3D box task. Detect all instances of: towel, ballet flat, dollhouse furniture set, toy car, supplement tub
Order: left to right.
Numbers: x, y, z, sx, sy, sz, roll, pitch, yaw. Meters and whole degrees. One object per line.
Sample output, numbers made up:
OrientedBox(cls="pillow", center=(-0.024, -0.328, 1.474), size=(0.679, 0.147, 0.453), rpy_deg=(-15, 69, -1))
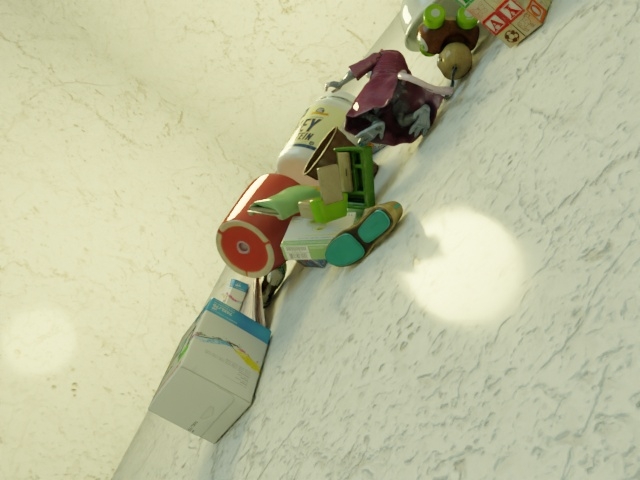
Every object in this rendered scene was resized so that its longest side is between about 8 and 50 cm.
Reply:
OrientedBox(cls="towel", center=(-0.269, 0.276, 1.751), size=(0.332, 0.053, 0.317), rpy_deg=(-53, 24, 29))
OrientedBox(cls="ballet flat", center=(-0.161, 0.146, 1.781), size=(0.188, 0.070, 0.070), rpy_deg=(-63, 10, 15))
OrientedBox(cls="dollhouse furniture set", center=(-0.037, -0.148, 1.402), size=(0.197, 0.151, 0.301), rpy_deg=(-20, 19, -39))
OrientedBox(cls="supplement tub", center=(0.018, -0.322, 1.862), size=(0.235, 0.235, 0.325), rpy_deg=(-35, 25, 59))
OrientedBox(cls="ballet flat", center=(0.098, -0.011, 1.202), size=(0.073, 0.080, 0.232), rpy_deg=(-36, 0, -44))
OrientedBox(cls="toy car", center=(0.305, -0.440, 1.332), size=(0.155, 0.149, 0.188), rpy_deg=(62, -148, -77))

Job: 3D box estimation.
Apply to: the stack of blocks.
OrientedBox(cls="stack of blocks", center=(0.407, -0.569, 1.154), size=(0.297, 0.171, 0.087), rpy_deg=(-62, 13, -26))

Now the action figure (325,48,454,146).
OrientedBox(cls="action figure", center=(0.165, -0.409, 1.421), size=(0.276, 0.248, 0.370), rpy_deg=(120, 161, -46))

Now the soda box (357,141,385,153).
OrientedBox(cls="soda box", center=(0.180, -0.317, 1.645), size=(0.063, 0.058, 0.183), rpy_deg=(-60, 12, -16))

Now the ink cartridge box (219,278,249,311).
OrientedBox(cls="ink cartridge box", center=(-0.278, 0.185, 1.729), size=(0.088, 0.052, 0.122), rpy_deg=(-8, 61, 64))

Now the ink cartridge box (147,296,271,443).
OrientedBox(cls="ink cartridge box", center=(-0.279, 0.333, 1.440), size=(0.198, 0.197, 0.270), rpy_deg=(-50, 14, 28))

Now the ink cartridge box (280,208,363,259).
OrientedBox(cls="ink cartridge box", center=(0.014, -0.044, 1.386), size=(0.171, 0.056, 0.235), rpy_deg=(-2, 40, 18))

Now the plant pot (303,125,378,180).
OrientedBox(cls="plant pot", center=(0.063, -0.210, 1.575), size=(0.167, 0.165, 0.167), rpy_deg=(-52, 14, 19))

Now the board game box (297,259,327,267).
OrientedBox(cls="board game box", center=(0.000, 0.000, 1.535), size=(0.194, 0.060, 0.194), rpy_deg=(-56, 13, 4))

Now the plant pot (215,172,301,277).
OrientedBox(cls="plant pot", center=(-0.172, -0.031, 1.668), size=(0.275, 0.275, 0.243), rpy_deg=(-46, 3, 39))

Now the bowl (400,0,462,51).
OrientedBox(cls="bowl", center=(0.317, -0.633, 1.418), size=(0.298, 0.134, 0.298), rpy_deg=(-28, -8, -4))
